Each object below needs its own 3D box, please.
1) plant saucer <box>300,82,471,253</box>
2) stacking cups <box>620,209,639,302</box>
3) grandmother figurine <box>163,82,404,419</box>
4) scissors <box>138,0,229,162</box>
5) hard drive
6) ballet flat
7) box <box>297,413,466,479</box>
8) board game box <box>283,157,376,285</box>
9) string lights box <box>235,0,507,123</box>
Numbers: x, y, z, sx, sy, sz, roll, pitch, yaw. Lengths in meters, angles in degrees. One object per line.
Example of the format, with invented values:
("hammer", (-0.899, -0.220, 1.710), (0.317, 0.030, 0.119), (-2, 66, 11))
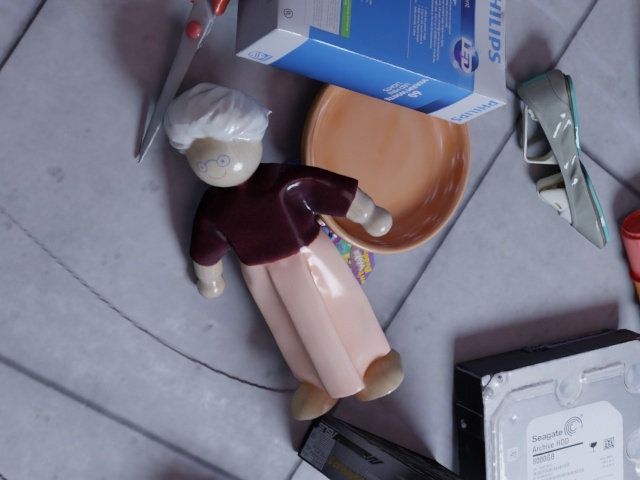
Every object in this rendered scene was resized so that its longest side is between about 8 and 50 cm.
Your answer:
("plant saucer", (0.061, -0.087, 1.356), (0.200, 0.037, 0.200), (-3, 96, -33))
("stacking cups", (0.415, 0.112, 1.601), (0.096, 0.096, 0.316), (-34, 116, -16))
("grandmother figurine", (-0.035, 0.003, 1.276), (0.208, 0.104, 0.342), (-24, 114, 12))
("scissors", (-0.097, -0.200, 1.216), (0.021, 0.109, 0.297), (-6, 112, -61))
("hard drive", (0.272, 0.285, 1.573), (0.237, 0.064, 0.339), (-9, 103, -27))
("ballet flat", (0.255, -0.081, 1.474), (0.068, 0.072, 0.213), (-16, 115, 6))
("box", (0.108, 0.260, 1.394), (0.183, 0.231, 0.056), (29, 87, -33))
("board game box", (0.000, 0.000, 1.369), (0.133, 0.033, 0.169), (-18, 114, -23))
("string lights box", (0.053, -0.208, 1.277), (0.259, 0.077, 0.133), (14, 69, -31))
